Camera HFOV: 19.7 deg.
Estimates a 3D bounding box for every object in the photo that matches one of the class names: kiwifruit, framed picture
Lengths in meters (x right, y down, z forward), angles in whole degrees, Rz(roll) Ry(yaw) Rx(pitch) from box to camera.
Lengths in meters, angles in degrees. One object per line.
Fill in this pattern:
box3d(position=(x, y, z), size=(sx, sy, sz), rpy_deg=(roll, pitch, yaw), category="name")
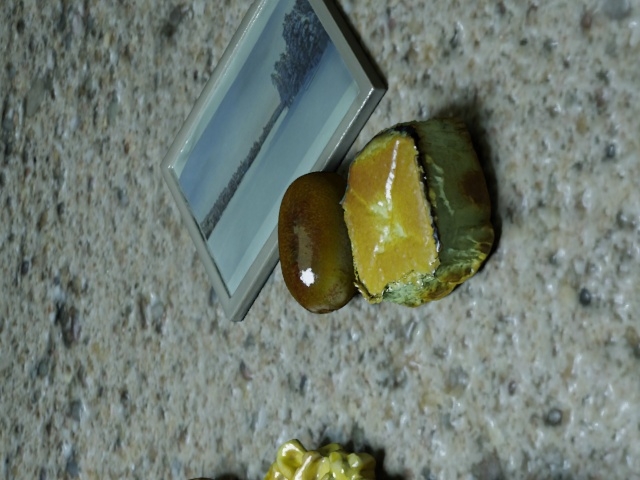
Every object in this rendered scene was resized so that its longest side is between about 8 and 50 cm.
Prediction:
box3d(position=(0.000, 0.000, 1.564), size=(0.075, 0.075, 0.124), rpy_deg=(-19, 67, 52), category="kiwifruit")
box3d(position=(-0.052, -0.099, 1.695), size=(0.289, 0.016, 0.213), rpy_deg=(-57, 44, 33), category="framed picture")

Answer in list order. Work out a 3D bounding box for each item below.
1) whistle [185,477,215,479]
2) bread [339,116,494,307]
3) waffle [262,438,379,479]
box3d(position=(-0.122, 0.296, 1.712), size=(0.107, 0.057, 0.220), rpy_deg=(55, 135, 25), category="whistle")
box3d(position=(0.073, -0.021, 1.465), size=(0.128, 0.069, 0.140), rpy_deg=(-33, 63, 49), category="bread")
box3d(position=(-0.006, 0.295, 1.547), size=(0.249, 0.056, 0.253), rpy_deg=(-33, 62, 47), category="waffle")
